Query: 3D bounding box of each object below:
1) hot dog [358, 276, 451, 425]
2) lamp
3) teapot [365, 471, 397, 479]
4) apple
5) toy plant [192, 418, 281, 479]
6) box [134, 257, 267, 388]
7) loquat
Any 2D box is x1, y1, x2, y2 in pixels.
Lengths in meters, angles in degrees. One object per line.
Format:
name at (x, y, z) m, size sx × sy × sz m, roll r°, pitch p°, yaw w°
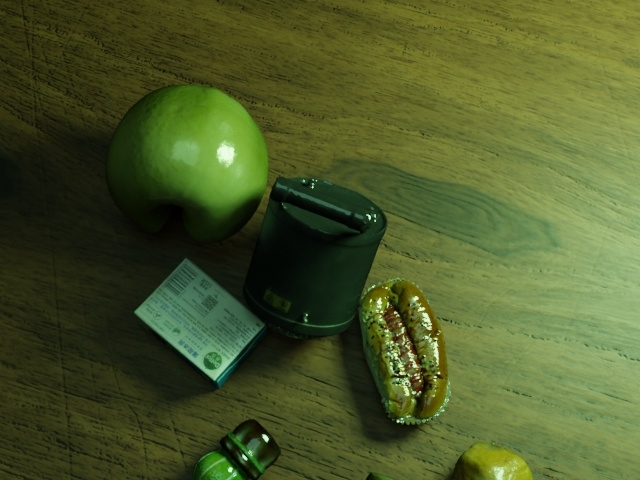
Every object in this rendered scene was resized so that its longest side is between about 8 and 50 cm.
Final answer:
hot dog at (0.150, 0.194, 1.947) m, size 0.144 × 0.075 × 0.267 m, roll -13°, pitch 68°, yaw -4°
lamp at (-0.016, 0.037, 1.893) m, size 0.205 × 0.374 × 0.272 m, roll 20°, pitch 97°, yaw 6°
teapot at (0.117, 0.483, 1.788) m, size 0.268 × 0.186 × 0.175 m, roll 19°, pitch 80°, yaw 45°
apple at (-0.234, -0.137, 1.981) m, size 0.292 × 0.292 × 0.254 m, roll 12°, pitch 65°, yaw 5°
toy plant at (-0.150, 0.380, 1.867) m, size 0.162 × 0.093 × 0.093 m, roll -39°, pitch 74°, yaw -14°
box at (-0.210, 0.147, 1.965) m, size 0.194 × 0.073 × 0.139 m, roll 39°, pitch 74°, yaw 13°
loquat at (0.287, 0.401, 1.853) m, size 0.137 × 0.113 × 0.137 m, roll 6°, pitch 39°, yaw -5°
